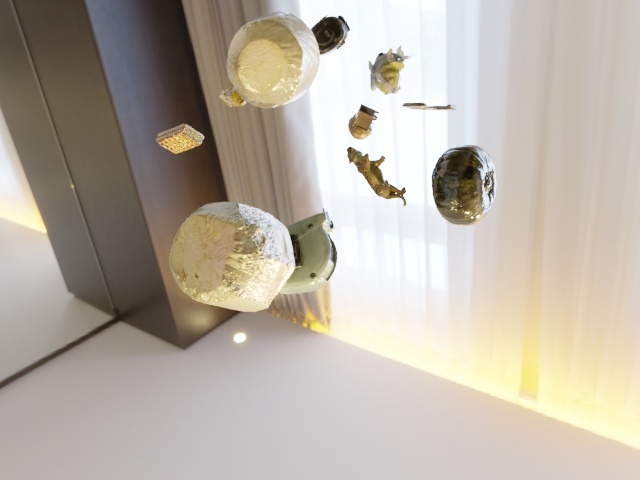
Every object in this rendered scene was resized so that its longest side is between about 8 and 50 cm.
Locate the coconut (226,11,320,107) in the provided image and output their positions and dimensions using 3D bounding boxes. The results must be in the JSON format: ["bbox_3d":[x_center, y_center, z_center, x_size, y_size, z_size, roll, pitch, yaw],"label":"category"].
[{"bbox_3d":[-0.148,-0.589,1.652,0.328,0.329,0.329,-6,-155,3],"label":"coconut"}]

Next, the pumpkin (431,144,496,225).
[{"bbox_3d":[0.384,-0.149,1.365,0.157,0.224,0.223,6,-153,40],"label":"pumpkin"}]

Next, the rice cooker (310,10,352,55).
[{"bbox_3d":[0.032,-0.858,2.115,0.203,0.142,0.118,-32,-168,22],"label":"rice cooker"}]

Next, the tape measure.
[{"bbox_3d":[-0.065,0.041,1.619,0.243,0.125,0.246,-20,-117,13],"label":"tape measure"}]

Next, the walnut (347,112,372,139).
[{"bbox_3d":[0.168,-0.487,2.163,0.105,0.105,0.125,-18,-111,-23],"label":"walnut"}]

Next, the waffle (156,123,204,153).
[{"bbox_3d":[-0.506,-0.365,1.826,0.148,0.042,0.102,-11,157,33],"label":"waffle"}]

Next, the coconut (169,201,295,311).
[{"bbox_3d":[-0.225,0.050,1.420,0.297,0.298,0.309,7,174,29],"label":"coconut"}]

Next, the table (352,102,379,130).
[{"bbox_3d":[0.182,-0.489,2.030,0.082,0.070,0.083,23,-142,-4],"label":"table"}]

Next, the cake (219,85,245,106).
[{"bbox_3d":[-0.307,-0.558,1.894,0.116,0.079,0.185,-50,-157,-1],"label":"cake"}]

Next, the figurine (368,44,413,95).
[{"bbox_3d":[0.276,-0.679,2.032,0.128,0.208,0.184,10,-134,-48],"label":"figurine"}]

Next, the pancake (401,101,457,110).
[{"bbox_3d":[0.449,-0.552,2.101,0.235,0.029,0.212,0,-166,-15],"label":"pancake"}]

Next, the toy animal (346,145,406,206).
[{"bbox_3d":[0.166,-0.190,1.476,0.056,0.241,0.099,-38,179,-25],"label":"toy animal"}]
